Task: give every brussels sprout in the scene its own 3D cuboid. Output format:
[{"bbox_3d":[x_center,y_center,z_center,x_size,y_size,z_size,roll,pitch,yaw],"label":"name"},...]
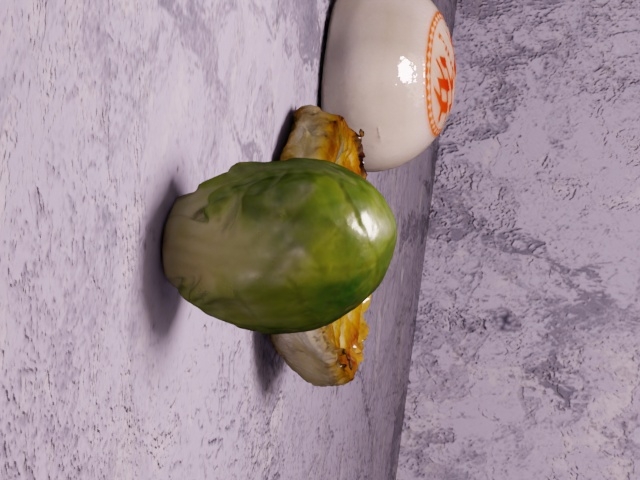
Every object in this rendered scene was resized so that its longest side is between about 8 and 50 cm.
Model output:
[{"bbox_3d":[-0.031,0.006,1.516,0.161,0.181,0.144,-26,115,-70],"label":"brussels sprout"}]

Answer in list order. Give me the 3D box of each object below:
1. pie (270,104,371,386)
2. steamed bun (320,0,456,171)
[{"bbox_3d":[0.000,0.000,2.016,0.315,0.092,0.315,1,90,-80],"label":"pie"},{"bbox_3d":[0.086,-0.193,2.216,0.232,0.145,0.232,6,90,-81],"label":"steamed bun"}]
